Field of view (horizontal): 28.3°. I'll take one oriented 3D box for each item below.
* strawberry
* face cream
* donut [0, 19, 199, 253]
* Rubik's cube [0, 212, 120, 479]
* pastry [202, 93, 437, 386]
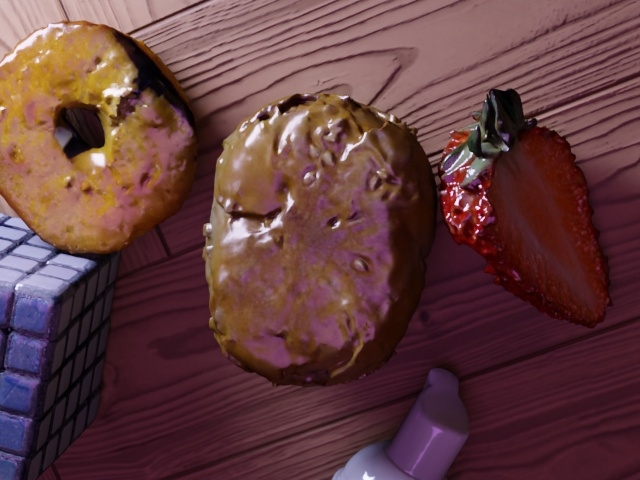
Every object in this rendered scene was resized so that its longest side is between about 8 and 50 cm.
[{"bbox_3d":[0.199,-0.025,1.319,0.106,0.188,0.286,-7,121,44],"label":"strawberry"},{"bbox_3d":[0.063,0.319,1.422,0.145,0.145,0.369,28,107,3],"label":"face cream"},{"bbox_3d":[-0.251,-0.113,1.388,0.253,0.118,0.253,1,95,8],"label":"donut"},{"bbox_3d":[-0.374,0.109,1.404,0.237,0.238,0.237,15,107,5],"label":"Rubik's cube"},{"bbox_3d":[0.000,0.000,1.352,0.255,0.162,0.310,15,95,17],"label":"pastry"}]
